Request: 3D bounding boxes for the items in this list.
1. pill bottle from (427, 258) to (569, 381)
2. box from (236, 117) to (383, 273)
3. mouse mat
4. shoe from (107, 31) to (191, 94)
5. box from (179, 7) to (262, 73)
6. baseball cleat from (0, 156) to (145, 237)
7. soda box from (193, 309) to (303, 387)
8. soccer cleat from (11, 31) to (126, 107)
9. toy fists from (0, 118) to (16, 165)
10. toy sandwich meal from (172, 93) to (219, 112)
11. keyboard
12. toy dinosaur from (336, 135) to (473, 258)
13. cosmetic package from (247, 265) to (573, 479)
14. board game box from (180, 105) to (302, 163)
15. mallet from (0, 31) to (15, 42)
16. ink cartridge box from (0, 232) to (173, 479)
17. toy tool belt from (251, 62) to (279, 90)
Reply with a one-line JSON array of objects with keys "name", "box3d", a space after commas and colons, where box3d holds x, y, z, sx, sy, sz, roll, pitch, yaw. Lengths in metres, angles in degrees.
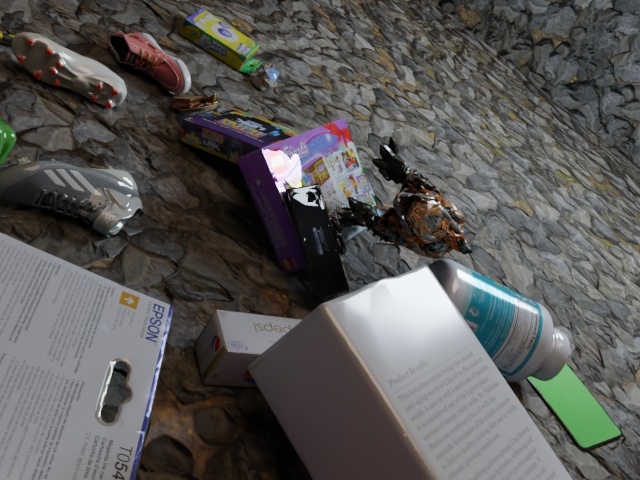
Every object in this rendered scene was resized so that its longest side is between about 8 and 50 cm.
[{"name": "pill bottle", "box3d": [0.283, 0.145, 1.262, 0.264, 0.146, 0.146, 26, 33, -16]}, {"name": "box", "box3d": [-0.007, -0.086, 1.296, 0.293, 0.057, 0.201, -32, 102, -56]}, {"name": "mouse mat", "box3d": [0.451, 0.286, 1.363, 0.152, 0.007, 0.189, 0, 45, -43]}, {"name": "shoe", "box3d": [-0.322, -0.331, 1.409, 0.178, 0.063, 0.081, 45, 34, 25]}, {"name": "box", "box3d": [-0.211, -0.438, 1.669, 0.179, 0.043, 0.105, 33, 32, -7]}, {"name": "baseball cleat", "box3d": [-0.333, -0.057, 1.027, 0.206, 0.072, 0.109, -6, 57, -42]}, {"name": "soda box", "box3d": [-0.054, 0.151, 1.008, 0.216, 0.074, 0.069, 11, 40, -34]}, {"name": "soccer cleat", "box3d": [-0.418, -0.286, 1.261, 0.196, 0.068, 0.076, 27, 27, -25]}, {"name": "toy fists", "box3d": [-0.507, -0.113, 0.897, 0.142, 0.096, 0.279, 22, 22, 32]}, {"name": "toy sandwich meal", "box3d": [-0.229, -0.254, 1.389, 0.085, 0.029, 0.085, -8, 16, 2]}, {"name": "keyboard", "box3d": [0.000, 0.000, 1.194, 0.108, 0.023, 0.180, -15, 90, -50]}, {"name": "toy dinosaur", "box3d": [0.157, -0.029, 1.242, 0.218, 0.322, 0.164, 34, 73, 20]}, {"name": "cosmetic package", "box3d": [0.141, 0.272, 0.876, 0.230, 0.161, 0.453, -15, 68, -51]}, {"name": "board game box", "box3d": [-0.139, -0.184, 1.344, 0.170, 0.048, 0.141, 23, 26, 20]}, {"name": "mallet", "box3d": [-0.532, -0.333, 1.243, 0.190, 0.039, 0.062, 14, 38, -37]}, {"name": "ink cartridge box", "box3d": [-0.337, 0.131, 0.780, 0.330, 0.071, 0.324, 27, 33, -19]}, {"name": "toy tool belt", "box3d": [-0.112, -0.361, 1.648, 0.052, 0.051, 0.083, 37, 32, 2]}]
